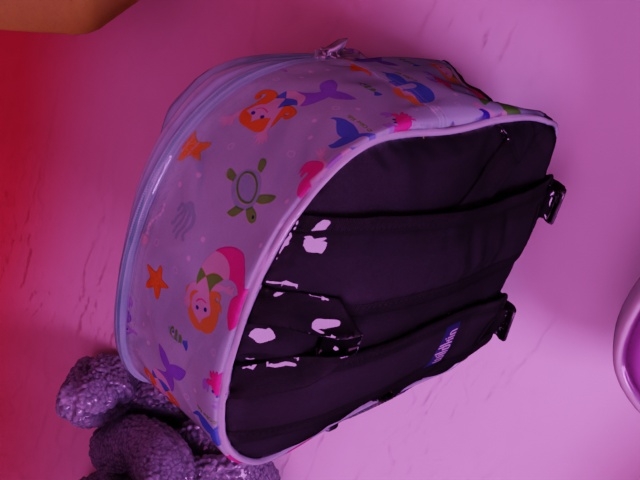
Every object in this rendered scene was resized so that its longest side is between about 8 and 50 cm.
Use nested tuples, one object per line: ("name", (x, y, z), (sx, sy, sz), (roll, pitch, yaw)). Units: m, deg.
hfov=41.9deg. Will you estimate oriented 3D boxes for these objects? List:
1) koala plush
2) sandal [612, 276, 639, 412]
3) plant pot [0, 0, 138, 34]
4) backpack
("koala plush", (-0.153, 0.231, 0.653), (0.203, 0.221, 0.196), (13, 115, 13))
("sandal", (0.273, -0.027, 0.391), (0.169, 0.102, 0.416), (26, 128, 16))
("plant pot", (-0.181, -0.237, 0.489), (0.212, 0.212, 0.187), (8, 126, 15))
("backpack", (0.000, 0.000, 0.491), (0.191, 0.253, 0.225), (32, 121, 26))
